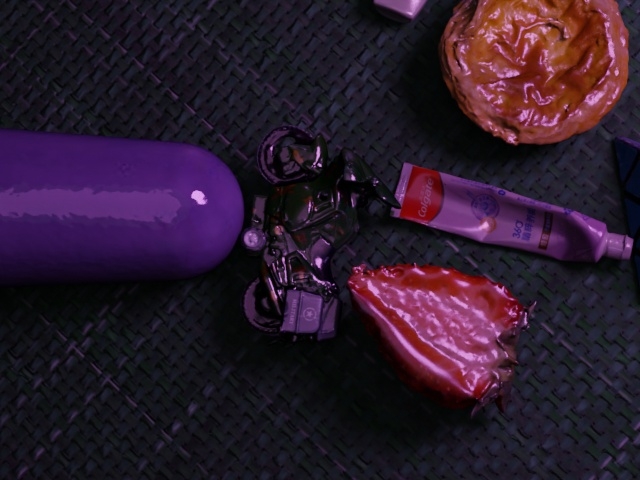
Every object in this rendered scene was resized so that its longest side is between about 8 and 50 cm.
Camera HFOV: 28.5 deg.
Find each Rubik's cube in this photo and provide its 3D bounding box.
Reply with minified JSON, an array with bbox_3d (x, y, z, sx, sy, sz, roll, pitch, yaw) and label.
[{"bbox_3d":[0.467,-0.056,1.494,0.190,0.178,0.211,-12,82,0],"label":"Rubik's cube"}]

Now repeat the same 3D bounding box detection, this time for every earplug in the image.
[{"bbox_3d":[-0.321,-0.036,1.541,0.456,0.215,0.215,2,82,1],"label":"earplug"}]

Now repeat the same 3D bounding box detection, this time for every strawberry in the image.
[{"bbox_3d":[0.129,0.118,1.517,0.228,0.098,0.174,13,79,-7],"label":"strawberry"}]

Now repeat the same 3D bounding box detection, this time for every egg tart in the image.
[{"bbox_3d":[0.263,-0.230,1.568,0.241,0.106,0.241,0,82,1],"label":"egg tart"}]

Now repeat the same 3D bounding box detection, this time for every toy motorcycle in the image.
[{"bbox_3d":[0.000,0.000,1.550,0.187,0.125,0.274,7,87,7],"label":"toy motorcycle"}]

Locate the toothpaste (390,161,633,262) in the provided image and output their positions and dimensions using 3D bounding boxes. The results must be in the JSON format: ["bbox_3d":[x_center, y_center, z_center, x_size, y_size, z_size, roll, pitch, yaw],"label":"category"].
[{"bbox_3d":[0.237,-0.026,1.570,0.301,0.048,0.075,15,95,11],"label":"toothpaste"}]

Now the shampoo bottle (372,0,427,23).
[{"bbox_3d":[0.133,-0.385,1.628,0.072,0.049,0.212,20,84,11],"label":"shampoo bottle"}]
